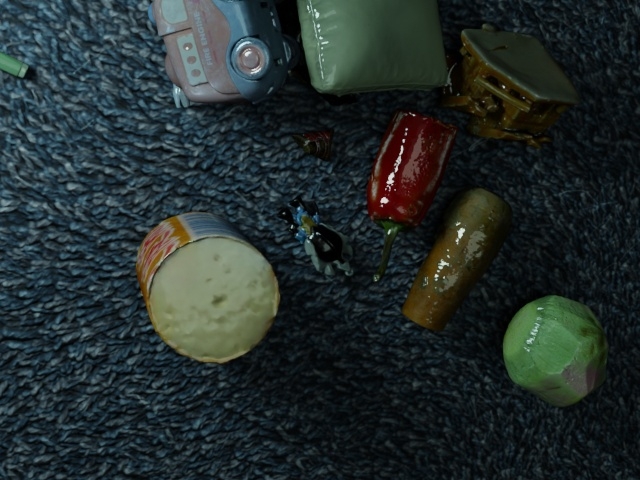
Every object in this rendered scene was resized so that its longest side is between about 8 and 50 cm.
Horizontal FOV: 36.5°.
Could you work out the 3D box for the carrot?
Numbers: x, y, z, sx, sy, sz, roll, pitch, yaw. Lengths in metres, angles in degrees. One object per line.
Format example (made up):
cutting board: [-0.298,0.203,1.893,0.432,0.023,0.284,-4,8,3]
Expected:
carrot: [0.281,0.039,1.968,0.139,0.139,0.301,23,96,-18]

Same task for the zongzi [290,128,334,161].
zongzi: [-0.013,-0.181,1.877,0.083,0.073,0.067,8,117,-15]

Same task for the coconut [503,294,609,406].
coconut: [0.502,0.237,2.029,0.236,0.236,0.204,24,129,-18]

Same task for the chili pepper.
chili pepper: [0.155,-0.085,1.909,0.135,0.131,0.338,14,94,-42]

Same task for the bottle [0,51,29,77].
bottle: [-0.564,-0.318,1.728,0.083,0.030,0.030,24,94,-19]

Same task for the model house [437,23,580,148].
model house: [0.349,-0.277,1.894,0.199,0.219,0.229,-6,147,-21]

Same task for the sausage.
sausage: [-0.211,0.075,1.765,0.233,0.287,0.233,-3,102,-15]

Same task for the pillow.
pillow: [0.100,-0.394,1.789,0.322,0.120,0.255,-10,91,-37]

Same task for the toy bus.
toy bus: [-0.185,-0.377,1.724,0.232,0.197,0.294,-12,102,18]

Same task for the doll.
doll: [0.000,0.000,1.919,0.195,0.070,0.096,48,70,-14]

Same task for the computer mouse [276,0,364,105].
computer mouse: [0.000,-0.358,1.843,0.146,0.077,0.241,-44,108,-1]
